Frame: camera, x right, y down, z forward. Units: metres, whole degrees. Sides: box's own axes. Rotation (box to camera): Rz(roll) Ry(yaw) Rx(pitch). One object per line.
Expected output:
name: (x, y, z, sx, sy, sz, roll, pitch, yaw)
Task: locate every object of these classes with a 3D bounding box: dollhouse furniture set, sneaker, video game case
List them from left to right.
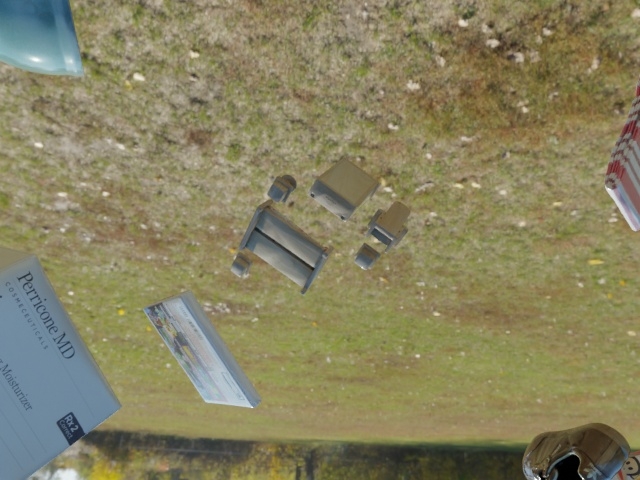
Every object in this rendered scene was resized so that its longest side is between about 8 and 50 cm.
video game case: (-0.194, 0.177, 0.821, 0.183, 0.023, 0.201, -20, 105, 53)
dollhouse furniture set: (0.000, 0.000, 1.229, 0.303, 0.174, 0.356, 36, 124, 5)
sneaker: (0.281, 0.270, 0.612, 0.071, 0.066, 0.188, -31, 154, -27)

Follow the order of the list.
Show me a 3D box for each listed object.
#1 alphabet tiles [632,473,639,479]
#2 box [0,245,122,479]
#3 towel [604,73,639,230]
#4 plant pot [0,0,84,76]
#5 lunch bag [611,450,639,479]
alphabet tiles: (0.276, 0.115, 0.318, 0.278, 0.021, 0.284, -37, 150, -5)
box: (-0.318, 0.110, 0.506, 0.181, 0.119, 0.181, 3, 120, 46)
towel: (0.412, -0.124, 0.654, 0.029, 0.197, 0.144, 17, 172, 47)
plant pot: (-0.580, -0.454, 0.972, 0.196, 0.293, 0.293, -12, 163, -21)
lunch bag: (0.495, 0.421, 0.843, 0.258, 0.120, 0.293, 0, 143, -13)
